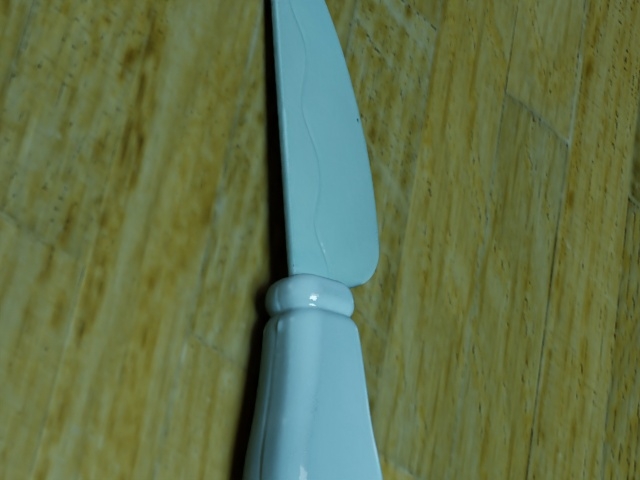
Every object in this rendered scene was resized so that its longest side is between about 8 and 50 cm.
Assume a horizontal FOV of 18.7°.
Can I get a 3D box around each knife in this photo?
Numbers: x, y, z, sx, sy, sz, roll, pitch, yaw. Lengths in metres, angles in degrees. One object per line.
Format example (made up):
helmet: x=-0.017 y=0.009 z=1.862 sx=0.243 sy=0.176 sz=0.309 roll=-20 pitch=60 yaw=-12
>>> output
knife: x=0.001 y=0.001 z=0.922 sx=0.080 sy=0.044 sz=0.331 roll=24 pitch=56 yaw=-41
